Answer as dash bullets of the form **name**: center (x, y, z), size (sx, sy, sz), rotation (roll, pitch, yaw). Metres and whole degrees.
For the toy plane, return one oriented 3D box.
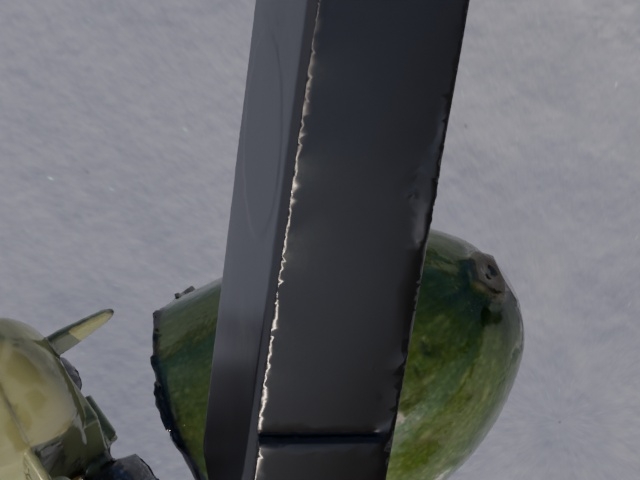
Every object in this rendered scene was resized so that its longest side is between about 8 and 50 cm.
- **toy plane**: center (-0.136, 0.096, 0.632), size (0.092, 0.244, 0.229), rotation (-29, 65, -25)

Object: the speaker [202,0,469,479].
- **speaker**: center (0.000, 0.000, 0.394), size (0.044, 0.082, 0.218), rotation (1, 119, -13)

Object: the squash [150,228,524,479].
- **squash**: center (0.053, 0.112, 1.240), size (0.309, 0.310, 0.310), rotation (-31, 78, 18)
